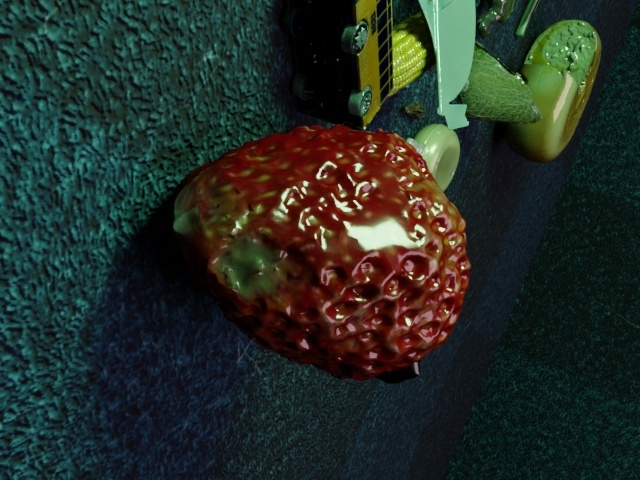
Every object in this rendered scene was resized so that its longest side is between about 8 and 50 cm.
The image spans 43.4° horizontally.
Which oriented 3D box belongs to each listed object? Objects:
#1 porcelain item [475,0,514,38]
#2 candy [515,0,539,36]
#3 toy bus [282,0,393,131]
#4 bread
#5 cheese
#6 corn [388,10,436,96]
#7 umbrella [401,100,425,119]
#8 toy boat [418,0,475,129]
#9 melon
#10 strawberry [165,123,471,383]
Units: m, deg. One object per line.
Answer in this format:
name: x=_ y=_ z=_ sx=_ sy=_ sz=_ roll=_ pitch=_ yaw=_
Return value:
porcelain item: x=0.331 y=-0.446 z=1.448 sx=0.216 sy=0.069 sz=0.081 roll=-61 pitch=160 yaw=-19
candy: x=0.503 y=-0.634 z=1.661 sx=0.119 sy=0.119 sz=0.440 roll=-14 pitch=131 yaw=-63
toy bus: x=0.028 y=-0.237 z=0.927 sx=0.114 sy=0.098 sz=0.201 roll=-55 pitch=154 yaw=-31
bread: x=0.527 y=-0.340 z=1.859 sx=0.333 sy=0.160 sz=0.333 roll=-46 pitch=150 yaw=-38
cheese: x=0.181 y=-0.142 z=1.396 sx=0.227 sy=0.064 sz=0.137 roll=7 pitch=102 yaw=-65
corn: x=0.123 y=-0.267 z=1.132 sx=0.248 sy=0.081 sz=0.081 roll=-42 pitch=146 yaw=-47
umbrella: x=0.154 y=-0.215 z=1.328 sx=0.083 sy=0.020 sz=0.031 roll=-7 pitch=115 yaw=-59
toy boat: x=0.181 y=-0.296 z=1.099 sx=0.220 sy=0.067 sz=0.291 roll=0 pitch=83 yaw=-53
melon: x=0.327 y=-0.282 z=1.550 sx=0.139 sy=0.202 sz=0.093 roll=-40 pitch=-171 yaw=23
strawberry: x=0.013 y=-0.001 z=0.858 sx=0.292 sy=0.291 sz=0.310 roll=-62 pitch=157 yaw=-15
